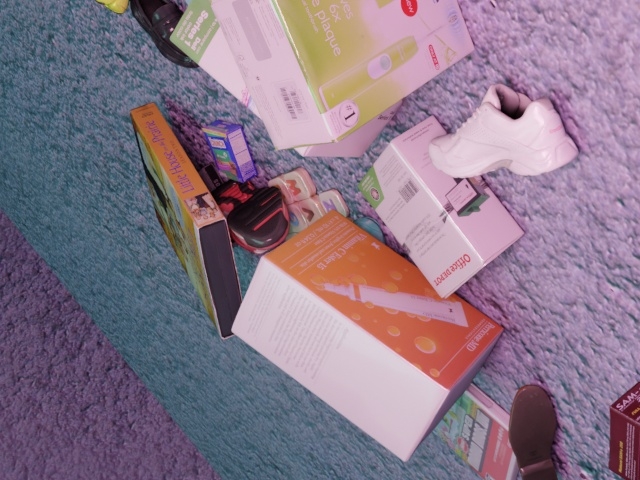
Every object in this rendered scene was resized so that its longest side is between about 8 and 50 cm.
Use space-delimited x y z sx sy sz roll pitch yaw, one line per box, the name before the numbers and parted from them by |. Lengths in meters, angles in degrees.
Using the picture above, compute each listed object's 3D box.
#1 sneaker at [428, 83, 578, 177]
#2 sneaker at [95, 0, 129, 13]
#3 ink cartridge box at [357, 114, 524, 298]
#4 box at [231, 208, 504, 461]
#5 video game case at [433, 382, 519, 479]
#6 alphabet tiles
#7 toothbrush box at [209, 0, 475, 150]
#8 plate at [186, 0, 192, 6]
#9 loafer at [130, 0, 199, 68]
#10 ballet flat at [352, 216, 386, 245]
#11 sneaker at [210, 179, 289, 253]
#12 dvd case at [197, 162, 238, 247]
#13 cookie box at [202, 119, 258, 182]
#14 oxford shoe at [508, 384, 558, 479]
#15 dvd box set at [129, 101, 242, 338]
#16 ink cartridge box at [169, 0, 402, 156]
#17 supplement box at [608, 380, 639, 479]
sneaker | 0.226 -0.146 1.392 0.232 0.090 0.115 0 113 50
sneaker | -0.399 -0.527 2.021 0.109 0.123 0.295 32 -165 -45
ink cartridge box | 0.171 -0.045 1.569 0.219 0.093 0.160 53 154 7
box | 0.073 0.140 1.689 0.345 0.215 0.168 35 126 14
video game case | 0.243 0.308 1.917 0.285 0.025 0.204 41 150 30
alphabet tiles | 0.000 0.000 1.997 0.284 0.021 0.278 61 154 -9
toothbrush box | 0.034 -0.265 1.330 0.122 0.283 0.206 -3 117 49
plate | -0.190 -0.440 1.830 0.188 0.024 0.188 42 151 30
loafer | -0.282 -0.395 1.977 0.223 0.076 0.078 46 160 29
ballet flat | 0.083 0.079 1.855 0.083 0.087 0.247 7 128 35
sneaker | -0.113 -0.030 2.048 0.136 0.116 0.314 58 171 -25
dvd case | -0.238 -0.060 2.330 0.179 0.030 0.239 60 153 -4
cookie box | -0.175 -0.173 2.081 0.092 0.040 0.107 20 135 52
oxford shoe | 0.332 0.310 1.722 0.076 0.076 0.212 -101 2 -62
dvd box set | -0.268 -0.044 2.171 0.307 0.062 0.420 83 160 -43
ink cartridge box | -0.045 -0.245 1.551 0.278 0.201 0.117 42 110 18
supplement box | 0.496 0.301 1.419 0.239 0.073 0.130 31 143 41
